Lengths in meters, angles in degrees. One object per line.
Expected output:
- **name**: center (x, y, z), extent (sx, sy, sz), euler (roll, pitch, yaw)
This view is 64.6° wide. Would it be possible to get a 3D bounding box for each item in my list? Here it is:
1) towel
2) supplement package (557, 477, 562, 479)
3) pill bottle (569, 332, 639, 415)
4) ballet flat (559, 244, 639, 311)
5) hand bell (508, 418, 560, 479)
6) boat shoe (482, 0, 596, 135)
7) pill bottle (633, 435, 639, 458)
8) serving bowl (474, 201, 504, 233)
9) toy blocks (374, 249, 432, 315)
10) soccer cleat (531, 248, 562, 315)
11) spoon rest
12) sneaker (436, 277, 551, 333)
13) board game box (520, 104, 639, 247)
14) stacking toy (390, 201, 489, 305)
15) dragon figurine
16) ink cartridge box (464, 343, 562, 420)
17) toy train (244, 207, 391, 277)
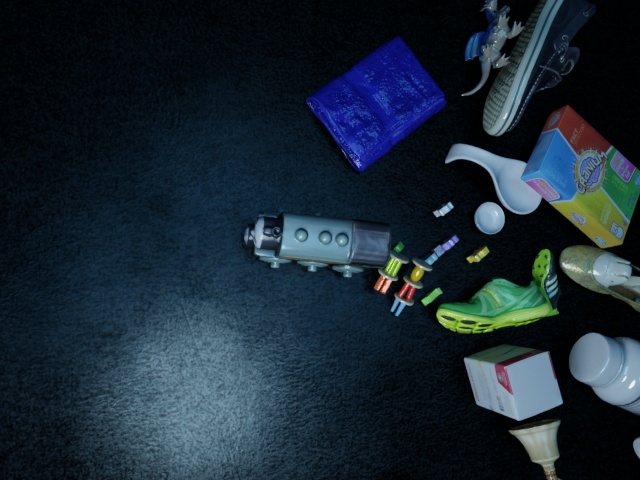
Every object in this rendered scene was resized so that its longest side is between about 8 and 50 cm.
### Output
- **towel**: center (0.148, -0.347, 1.261), extent (0.308, 0.076, 0.227), euler (-39, 95, -14)
- **supplement package**: center (0.645, 0.708, 1.262), extent (0.105, 0.105, 0.179), euler (-43, 95, -14)
- **pill bottle**: center (0.814, 0.353, 1.299), extent (0.319, 0.176, 0.176), euler (24, 80, -10)
- **ballet flat**: center (0.812, 0.104, 1.354), extent (0.349, 0.123, 0.123), euler (27, 79, -9)
- **hand bell**: center (0.553, 0.564, 1.211), extent (0.126, 0.126, 0.242), euler (-8, 70, -14)
- **boat shoe**: center (0.579, -0.468, 1.321), extent (0.156, 0.187, 0.500), euler (32, 73, -3)
- **pill bottle**: center (0.935, 0.532, 1.352), extent (0.169, 0.094, 0.094), euler (-25, 91, -14)
- **serving bowl**: center (0.437, -0.057, 1.326), extent (0.083, 0.027, 0.083), euler (1, 85, -13)
- **toy blocks**: center (0.184, 0.107, 1.214), extent (0.123, 0.054, 0.148), euler (17, 110, -21)
- **soccer cleat**: center (0.600, 0.111, 1.337), extent (0.072, 0.060, 0.178), euler (2, 91, -23)
- **spoon rest**: center (0.463, -0.168, 1.314), extent (0.276, 0.084, 0.137), euler (27, 80, -9)
- **sneaker**: center (0.425, 0.161, 1.278), extent (0.296, 0.109, 0.123), euler (-5, 63, -12)
- **board game box**: center (0.704, -0.168, 1.349), extent (0.316, 0.064, 0.242), euler (36, 69, -13)
- **stacking toy**: center (0.296, 0.030, 1.273), extent (0.221, 0.052, 0.167), euler (-39, 94, -13)
- **dragon figurine**: center (0.442, -0.508, 1.339), extent (0.085, 0.144, 0.289), euler (17, 100, -13)
- **ink cartridge box**: center (0.456, 0.333, 1.218), extent (0.127, 0.176, 0.128), euler (-15, 89, -17)
- **toy train**: center (0.000, 0.000, 1.135), extent (0.334, 0.190, 0.142), euler (8, 83, -12)
